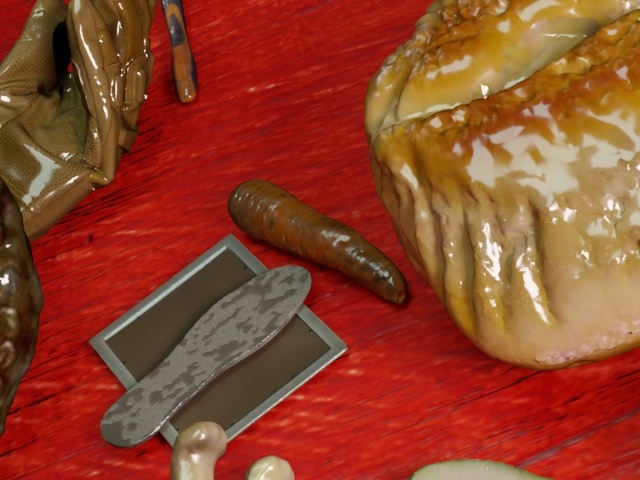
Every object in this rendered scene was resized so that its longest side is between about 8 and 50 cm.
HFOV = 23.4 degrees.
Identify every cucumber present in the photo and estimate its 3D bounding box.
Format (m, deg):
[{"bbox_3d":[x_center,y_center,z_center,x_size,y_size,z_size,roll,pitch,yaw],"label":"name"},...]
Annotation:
[{"bbox_3d":[0.097,0.168,0.936,0.107,0.035,0.067,12,65,45],"label":"cucumber"}]

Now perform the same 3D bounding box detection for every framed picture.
[{"bbox_3d":[-0.079,0.079,1.147,0.142,0.011,0.183,-38,41,-10],"label":"framed picture"}]

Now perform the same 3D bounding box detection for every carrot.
[{"bbox_3d":[0.000,0.000,1.163,0.191,0.047,0.047,27,64,40],"label":"carrot"}]

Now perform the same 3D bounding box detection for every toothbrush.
[{"bbox_3d":[-0.144,-0.232,1.493,0.023,0.031,0.321,-23,40,9],"label":"toothbrush"}]

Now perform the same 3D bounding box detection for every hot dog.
[{"bbox_3d":[0.213,-0.083,1.016,0.365,0.196,0.367,-20,35,7],"label":"hot dog"}]

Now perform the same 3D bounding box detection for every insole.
[{"bbox_3d":[-0.083,0.083,1.130,0.193,0.006,0.065,-42,43,-15],"label":"insole"}]

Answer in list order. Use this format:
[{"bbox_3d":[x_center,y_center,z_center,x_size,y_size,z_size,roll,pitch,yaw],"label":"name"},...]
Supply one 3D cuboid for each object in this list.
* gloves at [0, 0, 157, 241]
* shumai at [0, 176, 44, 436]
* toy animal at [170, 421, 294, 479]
[{"bbox_3d":[-0.229,-0.107,1.331,0.331,0.141,0.154,-53,19,-12],"label":"gloves"},{"bbox_3d":[-0.428,0.058,1.174,0.395,0.395,0.348,-47,22,-20],"label":"shumai"},{"bbox_3d":[-0.069,0.203,0.938,0.233,0.121,0.169,-18,52,17],"label":"toy animal"}]
